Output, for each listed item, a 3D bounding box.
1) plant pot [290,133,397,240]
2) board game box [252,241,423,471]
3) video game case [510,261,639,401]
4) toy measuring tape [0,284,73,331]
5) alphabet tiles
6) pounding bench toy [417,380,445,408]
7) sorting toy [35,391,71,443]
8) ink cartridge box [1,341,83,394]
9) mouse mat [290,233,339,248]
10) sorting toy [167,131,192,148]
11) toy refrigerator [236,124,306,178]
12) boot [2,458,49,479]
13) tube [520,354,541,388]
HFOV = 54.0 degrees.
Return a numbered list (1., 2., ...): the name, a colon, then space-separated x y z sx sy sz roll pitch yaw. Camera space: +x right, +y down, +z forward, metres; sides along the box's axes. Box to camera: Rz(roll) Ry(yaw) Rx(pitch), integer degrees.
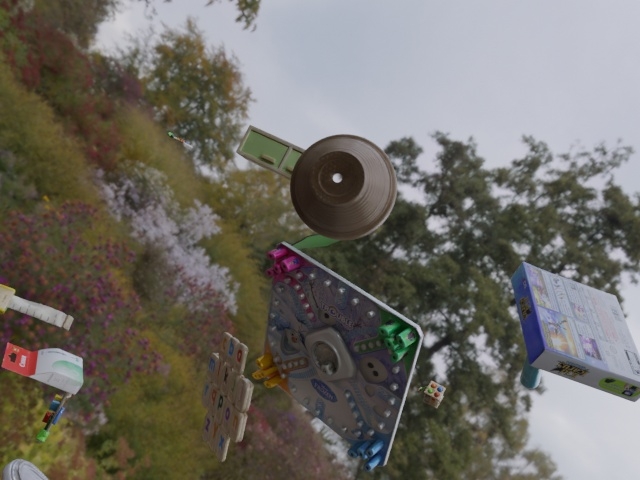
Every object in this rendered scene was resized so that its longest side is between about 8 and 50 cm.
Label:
1. plant pot: 0.045 -0.123 1.351 0.237 0.237 0.110 50 1 11
2. board game box: 0.010 0.252 1.354 0.390 0.050 0.389 31 -53 32
3. video game case: 0.542 0.187 1.334 0.245 0.269 0.061 21 -53 -9
4. toy measuring tape: -0.775 0.164 1.536 0.330 0.121 0.121 23 -10 -12
5. alphabet tiles: -0.230 0.373 1.523 0.021 0.277 0.284 11 1 -27
6. pounding bench toy: 0.354 0.490 2.036 0.083 0.052 0.065 25 -37 23
7. sorting toy: -0.982 0.630 2.309 0.047 0.195 0.348 32 -9 -14
8. ink cartridge box: -0.832 0.369 1.900 0.225 0.056 0.181 33 0 -25
9. mouse mat: 0.000 0.000 1.682 0.190 0.153 0.007 -27 -109 59
10. sorting toy: -0.418 -0.298 1.854 0.062 0.012 0.083 30 3 15
11. toy refrigerator: -0.123 -0.260 1.974 0.270 0.102 0.094 28 -1 20
12. boot: -0.512 0.524 1.258 0.258 0.123 0.095 54 12 -3
13. tube: 0.565 0.330 1.668 0.207 0.052 0.080 73 6 -54
